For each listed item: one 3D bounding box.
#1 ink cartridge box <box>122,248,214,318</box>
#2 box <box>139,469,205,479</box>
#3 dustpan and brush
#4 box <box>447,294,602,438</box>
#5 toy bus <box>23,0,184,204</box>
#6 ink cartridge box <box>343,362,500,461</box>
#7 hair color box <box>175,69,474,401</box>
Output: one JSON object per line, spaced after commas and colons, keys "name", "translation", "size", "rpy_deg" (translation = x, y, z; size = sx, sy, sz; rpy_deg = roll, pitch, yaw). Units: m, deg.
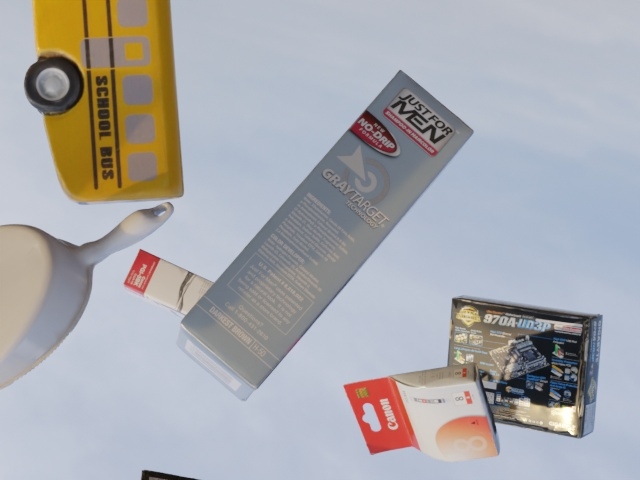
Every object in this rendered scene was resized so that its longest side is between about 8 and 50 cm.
{"name": "ink cartridge box", "translation": [-0.189, 0.069, 1.782], "size": [0.135, 0.056, 0.099], "rpy_deg": [24, 170, 1]}
{"name": "box", "translation": [-0.160, 0.390, 1.720], "size": [0.180, 0.147, 0.077], "rpy_deg": [13, -161, -12]}
{"name": "dustpan and brush", "translation": [-0.208, 0.024, 1.022], "size": [0.211, 0.060, 0.147], "rpy_deg": [-38, -129, -1]}
{"name": "box", "translation": [0.289, 0.179, 1.925], "size": [0.220, 0.175, 0.051], "rpy_deg": [7, -173, 32]}
{"name": "toy bus", "translation": [-0.198, -0.199, 1.186], "size": [0.130, 0.333, 0.108], "rpy_deg": [-4, -179, -7]}
{"name": "ink cartridge box", "translation": [0.133, 0.234, 1.742], "size": [0.179, 0.145, 0.045], "rpy_deg": [-12, -142, 11]}
{"name": "hair color box", "translation": [0.000, 0.000, 1.506], "size": [0.113, 0.374, 0.185], "rpy_deg": [40, 167, 1]}
